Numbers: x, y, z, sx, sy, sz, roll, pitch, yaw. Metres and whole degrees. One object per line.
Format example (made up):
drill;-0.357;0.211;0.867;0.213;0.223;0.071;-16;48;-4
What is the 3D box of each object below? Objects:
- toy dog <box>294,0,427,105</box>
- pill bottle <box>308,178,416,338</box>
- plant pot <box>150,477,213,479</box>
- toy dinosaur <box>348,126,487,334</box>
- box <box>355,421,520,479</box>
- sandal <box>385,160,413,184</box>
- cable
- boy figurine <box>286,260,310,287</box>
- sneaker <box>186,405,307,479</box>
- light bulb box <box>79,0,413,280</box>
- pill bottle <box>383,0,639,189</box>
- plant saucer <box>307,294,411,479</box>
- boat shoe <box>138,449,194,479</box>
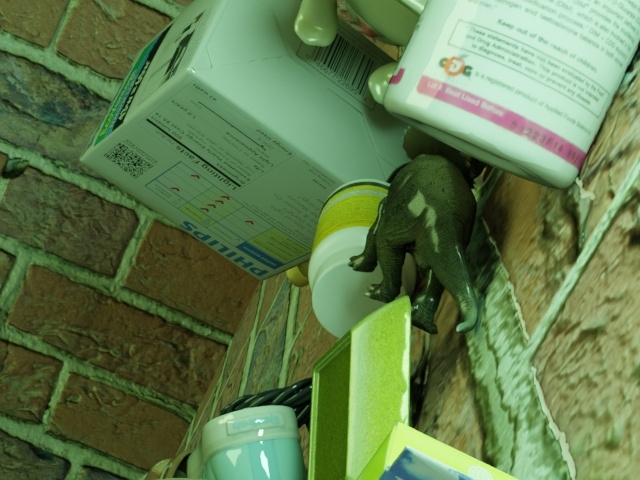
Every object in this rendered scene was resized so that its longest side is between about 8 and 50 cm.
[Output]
toy dog;0.125;-0.368;1.489;0.408;0.285;0.395;-170;105;-86
pill bottle;0.048;0.021;1.338;0.208;0.119;0.119;-78;14;-66
plant pot;-0.129;0.376;1.033;0.229;0.263;0.263;-103;35;-52
toy dinosaur;0.095;-0.018;1.105;0.313;0.121;0.160;-69;-7;-67
box;0.058;0.179;0.686;0.178;0.109;0.042;-61;6;37
sandal;0.110;-0.075;1.516;0.072;0.049;0.180;-74;10;-53
cable;-0.030;0.176;1.322;0.184;0.151;0.047;133;131;-58
boy figurine;0.000;0.000;1.973;0.285;0.092;0.177;-110;45;-80
sneaker;-0.079;0.299;1.334;0.366;0.135;0.150;92;170;-68
light bulb box;-0.090;-0.158;1.721;0.361;0.358;0.225;-25;36;53
pill bottle;0.176;-0.196;0.910;0.160;0.160;0.283;-127;62;-83
plant saucer;0.028;0.160;1.065;0.188;0.045;0.188;128;148;-65
boat shoe;-0.169;0.396;1.464;0.116;0.123;0.324;-51;38;32
